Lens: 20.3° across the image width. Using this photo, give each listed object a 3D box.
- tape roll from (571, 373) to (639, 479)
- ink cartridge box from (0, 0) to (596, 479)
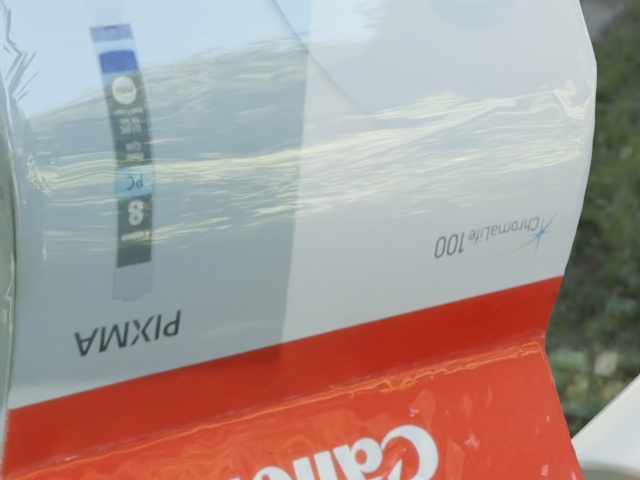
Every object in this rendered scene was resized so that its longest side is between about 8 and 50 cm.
[{"bbox_3d":[0.247,0.165,0.947,0.246,0.246,0.169,27,51,35],"label":"tape roll"},{"bbox_3d":[0.000,0.000,0.739,0.308,0.385,0.091,-11,-7,-39],"label":"ink cartridge box"}]
